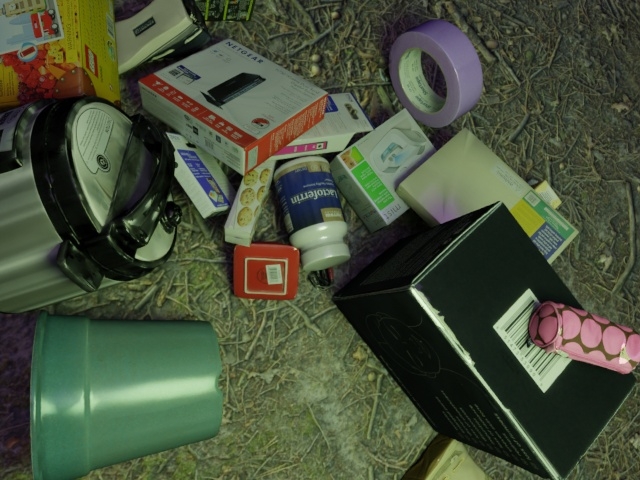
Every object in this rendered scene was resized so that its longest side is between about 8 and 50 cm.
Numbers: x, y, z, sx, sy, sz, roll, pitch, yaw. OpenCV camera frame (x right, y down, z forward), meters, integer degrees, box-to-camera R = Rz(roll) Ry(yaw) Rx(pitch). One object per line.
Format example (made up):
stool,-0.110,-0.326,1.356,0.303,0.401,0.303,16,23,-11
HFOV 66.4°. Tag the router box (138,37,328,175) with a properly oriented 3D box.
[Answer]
router box,-0.205,-0.337,1.177,0.335,0.082,0.301,33,53,17

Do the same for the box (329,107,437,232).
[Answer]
box,0.187,-0.190,1.358,0.262,0.127,0.231,-36,90,-19

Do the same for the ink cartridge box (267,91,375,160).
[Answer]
ink cartridge box,-0.061,-0.296,1.260,0.370,0.069,0.176,-12,53,-16

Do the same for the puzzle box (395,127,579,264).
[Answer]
puzzle box,0.429,-0.073,1.266,0.272,0.052,0.409,-40,79,-19

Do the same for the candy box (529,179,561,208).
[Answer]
candy box,0.508,-0.032,1.393,0.316,0.183,0.088,-37,91,-19

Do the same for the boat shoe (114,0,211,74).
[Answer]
boat shoe,-0.433,-0.485,1.232,0.340,0.158,0.127,-22,84,11

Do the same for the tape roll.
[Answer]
tape roll,0.314,-0.458,1.358,0.090,0.275,0.275,-34,92,-19

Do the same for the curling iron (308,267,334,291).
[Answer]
curling iron,0.000,0.000,1.316,0.068,0.035,0.274,1,81,-16

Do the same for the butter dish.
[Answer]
butter dish,-0.133,0.060,1.230,0.159,0.118,0.160,3,118,-3

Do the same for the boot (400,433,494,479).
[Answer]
boot,0.324,0.663,1.274,0.262,0.095,0.203,-42,95,-22

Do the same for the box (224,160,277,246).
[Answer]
box,-0.162,-0.134,1.211,0.067,0.063,0.324,14,55,-1

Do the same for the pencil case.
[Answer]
pencil case,0.494,0.186,0.907,0.209,0.095,0.098,16,40,-12

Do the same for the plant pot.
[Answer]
plant pot,-0.392,0.306,1.014,0.334,0.341,0.341,0,81,-24

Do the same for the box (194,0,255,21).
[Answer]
box,-0.264,-0.648,1.222,0.216,0.270,0.060,-8,85,-17

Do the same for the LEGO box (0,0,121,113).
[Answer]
LEGO box,-0.669,-0.492,1.069,0.372,0.193,0.501,-8,83,0

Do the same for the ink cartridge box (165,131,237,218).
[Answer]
ink cartridge box,-0.283,-0.155,1.175,0.045,0.206,0.208,-31,91,12

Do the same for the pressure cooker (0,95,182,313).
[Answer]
pressure cooker,-0.479,-0.078,0.956,0.420,0.375,0.370,-16,90,10

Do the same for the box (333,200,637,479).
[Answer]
box,0.336,0.222,1.149,0.297,0.472,0.480,-39,93,-20

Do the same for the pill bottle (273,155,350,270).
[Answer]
pill bottle,-0.018,-0.065,1.239,0.153,0.153,0.265,-11,75,-18
